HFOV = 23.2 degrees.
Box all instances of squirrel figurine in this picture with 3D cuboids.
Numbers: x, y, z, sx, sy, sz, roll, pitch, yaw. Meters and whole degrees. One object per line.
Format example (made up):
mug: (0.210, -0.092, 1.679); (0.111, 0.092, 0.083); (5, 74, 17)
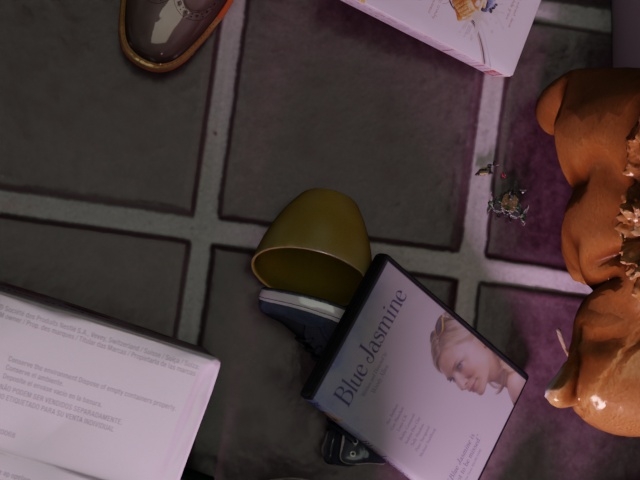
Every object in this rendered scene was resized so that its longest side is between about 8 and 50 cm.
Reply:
squirrel figurine: (0.353, 0.014, 1.603); (0.281, 0.397, 0.371); (17, 80, -4)

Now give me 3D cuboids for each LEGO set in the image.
LEGO set: (0.210, -0.050, 1.786); (0.054, 0.023, 0.083); (-13, 74, -9)

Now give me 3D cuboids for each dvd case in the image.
dvd case: (0.108, 0.157, 1.687); (0.253, 0.022, 0.180); (40, 69, -28)

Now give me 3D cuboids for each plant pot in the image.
plant pot: (0.000, 0.000, 1.715); (0.134, 0.134, 0.095); (17, 63, -4)

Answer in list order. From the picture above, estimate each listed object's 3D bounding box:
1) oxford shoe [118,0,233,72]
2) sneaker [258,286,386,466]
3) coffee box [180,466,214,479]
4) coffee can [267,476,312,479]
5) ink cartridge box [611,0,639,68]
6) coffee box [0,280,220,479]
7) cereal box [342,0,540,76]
oxford shoe: (-0.127, -0.361, 1.713); (0.130, 0.133, 0.364); (23, 84, -4)
sneaker: (0.011, 0.156, 1.705); (0.226, 0.086, 0.163); (26, 83, -15)
coffee box: (-0.148, 0.302, 1.642); (0.040, 0.184, 0.113); (19, 86, -2)
coffee can: (-0.021, 0.356, 1.604); (0.201, 0.275, 0.202); (0, 86, -6)
ink cartridge box: (0.462, -0.249, 1.747); (0.232, 0.168, 0.171); (-1, 85, -7)
coffee box: (-0.317, 0.220, 1.554); (0.337, 0.334, 0.338); (19, 86, -5)
cereal box: (0.140, -0.308, 1.748); (0.240, 0.047, 0.173); (23, 85, -20)
